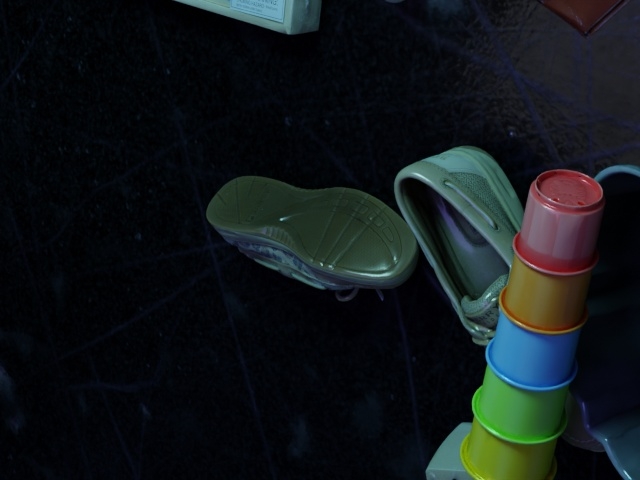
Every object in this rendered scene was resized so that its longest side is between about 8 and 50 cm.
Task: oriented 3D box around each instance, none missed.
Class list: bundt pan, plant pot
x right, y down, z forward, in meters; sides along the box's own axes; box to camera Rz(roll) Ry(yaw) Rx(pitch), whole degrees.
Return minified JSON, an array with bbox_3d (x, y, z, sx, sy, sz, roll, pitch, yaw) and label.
[{"bbox_3d":[0.342,0.079,1.164,0.331,0.124,0.330,39,137,48],"label":"bundt pan"},{"bbox_3d":[0.172,0.258,1.426,0.109,0.096,0.109,-5,100,41],"label":"plant pot"}]

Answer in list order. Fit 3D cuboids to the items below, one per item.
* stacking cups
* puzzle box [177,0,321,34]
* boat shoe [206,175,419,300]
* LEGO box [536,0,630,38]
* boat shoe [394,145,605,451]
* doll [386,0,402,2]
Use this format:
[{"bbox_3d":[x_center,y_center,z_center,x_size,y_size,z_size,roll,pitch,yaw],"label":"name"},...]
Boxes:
[{"bbox_3d":[0.193,0.080,1.227,0.096,0.096,0.316,29,129,32],"label":"stacking cups"},{"bbox_3d":[-0.155,-0.409,1.537,0.409,0.052,0.272,21,116,35],"label":"puzzle box"},{"bbox_3d":[0.000,0.000,1.509,0.285,0.104,0.089,21,153,40],"label":"boat shoe"},{"bbox_3d":[0.218,-0.439,0.958,0.500,0.372,0.193,-43,31,36],"label":"LEGO box"},{"bbox_3d":[0.183,0.067,1.348,0.121,0.110,0.341,-43,74,40],"label":"boat shoe"},{"bbox_3d":[0.076,-0.333,1.362,0.129,0.046,0.189,9,109,26],"label":"doll"}]
